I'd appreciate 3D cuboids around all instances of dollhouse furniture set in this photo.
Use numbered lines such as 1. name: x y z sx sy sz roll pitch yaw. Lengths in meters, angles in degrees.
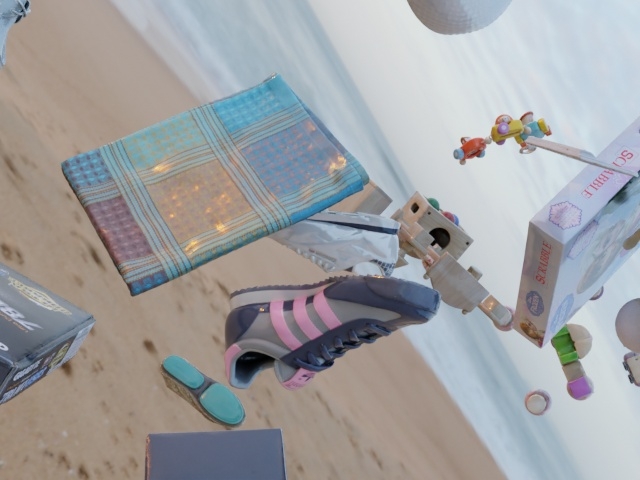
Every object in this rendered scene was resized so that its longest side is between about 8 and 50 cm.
1. dollhouse furniture set: 0.129 0.038 1.681 0.355 0.174 0.303 41 5 -33

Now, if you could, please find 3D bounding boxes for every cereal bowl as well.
1. cereal bowl: 0.305 -0.578 1.769 0.141 0.339 0.339 11 -34 43

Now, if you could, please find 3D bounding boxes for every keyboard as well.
1. keyboard: 0.314 -0.104 1.106 0.072 0.014 0.256 23 9 -5

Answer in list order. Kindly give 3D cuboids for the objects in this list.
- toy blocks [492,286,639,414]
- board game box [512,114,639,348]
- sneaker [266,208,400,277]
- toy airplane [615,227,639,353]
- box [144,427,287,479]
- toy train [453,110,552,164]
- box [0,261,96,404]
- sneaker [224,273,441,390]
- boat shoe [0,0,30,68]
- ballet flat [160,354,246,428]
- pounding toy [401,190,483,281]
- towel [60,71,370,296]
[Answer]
1. toy blocks: 0.604 0.252 2.173 0.260 0.309 0.289 26 43 -72
2. board game box: 0.437 -0.020 1.410 0.066 0.318 0.319 39 -21 28
3. sneaker: 0.000 0.000 1.330 0.090 0.235 0.095 -62 159 -82
4. toy airplane: 0.554 0.119 1.276 0.384 0.272 0.386 47 41 -42
5. box: -0.227 0.566 1.955 0.183 0.296 0.294 -100 -167 -47
6. toy train: 0.310 -0.179 1.533 0.125 0.166 0.046 -46 -124 59
7. box: -0.441 0.067 1.054 0.295 0.073 0.293 31 3 0
8. sneaker: 0.008 0.121 1.104 0.112 0.319 0.131 28 61 -42
9. boat shoe: -0.454 -0.350 1.276 0.079 0.081 0.227 -152 -119 -79
10. ballet flat: -0.219 0.293 1.691 0.206 0.073 0.067 37 -37 25
11. pounding toy: 0.276 0.003 1.895 0.206 0.094 0.181 36 10 -16
12. towel: -0.150 -0.095 1.276 0.271 0.370 0.040 52 -22 33
